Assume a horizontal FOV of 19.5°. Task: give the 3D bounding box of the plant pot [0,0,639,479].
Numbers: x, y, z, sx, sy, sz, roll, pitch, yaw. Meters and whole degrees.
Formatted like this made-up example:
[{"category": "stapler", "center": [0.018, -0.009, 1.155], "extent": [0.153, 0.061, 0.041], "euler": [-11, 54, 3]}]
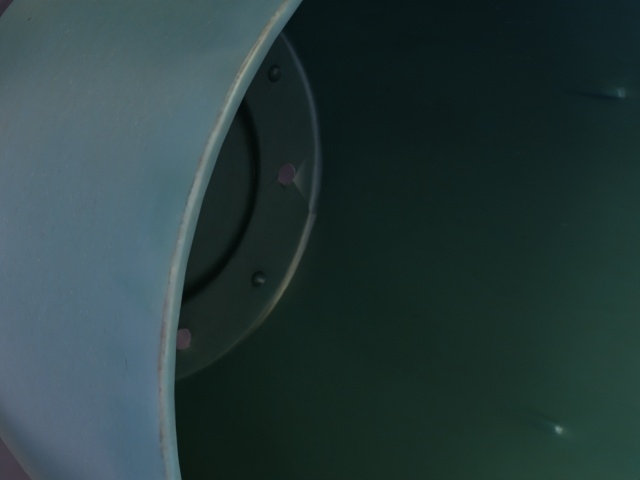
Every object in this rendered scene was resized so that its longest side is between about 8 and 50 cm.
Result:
[{"category": "plant pot", "center": [0.000, 0.000, 0.663], "extent": [0.235, 0.293, 0.293], "euler": [17, 140, 49]}]
